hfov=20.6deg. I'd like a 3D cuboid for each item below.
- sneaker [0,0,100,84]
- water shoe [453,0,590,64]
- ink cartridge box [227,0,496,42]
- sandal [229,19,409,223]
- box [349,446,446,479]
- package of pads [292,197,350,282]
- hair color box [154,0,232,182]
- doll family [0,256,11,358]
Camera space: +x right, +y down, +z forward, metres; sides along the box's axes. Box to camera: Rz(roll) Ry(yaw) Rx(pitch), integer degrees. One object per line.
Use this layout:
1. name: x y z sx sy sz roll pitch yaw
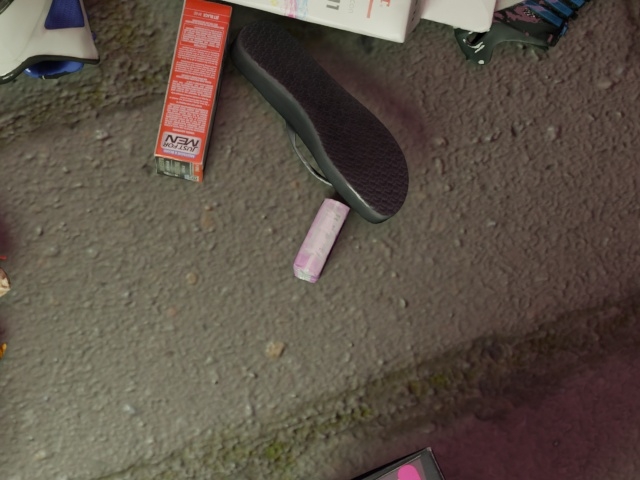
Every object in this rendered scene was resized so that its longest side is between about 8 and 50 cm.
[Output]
1. sneaker: -0.289 -0.269 1.797 0.127 0.182 0.315 0 45 28
2. water shoe: 0.239 -0.243 1.866 0.203 0.073 0.080 -18 100 -1
3. ink cartridge box: 0.014 -0.327 1.765 0.353 0.119 0.207 14 110 7
4. sandal: 0.000 -0.120 1.824 0.097 0.054 0.254 -25 71 -41
5. box: 0.059 0.300 1.646 0.143 0.270 0.165 -24 83 -8
6. package of pads: 0.000 0.000 1.806 0.032 0.050 0.083 25 80 0
7. hair color box: -0.129 -0.152 1.802 0.053 0.093 0.167 12 80 -2
8. doll family: -0.389 0.102 1.712 0.163 0.118 0.263 31 43 -19
